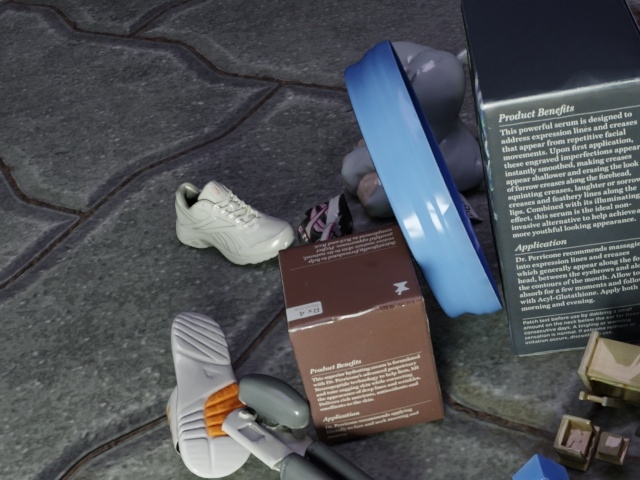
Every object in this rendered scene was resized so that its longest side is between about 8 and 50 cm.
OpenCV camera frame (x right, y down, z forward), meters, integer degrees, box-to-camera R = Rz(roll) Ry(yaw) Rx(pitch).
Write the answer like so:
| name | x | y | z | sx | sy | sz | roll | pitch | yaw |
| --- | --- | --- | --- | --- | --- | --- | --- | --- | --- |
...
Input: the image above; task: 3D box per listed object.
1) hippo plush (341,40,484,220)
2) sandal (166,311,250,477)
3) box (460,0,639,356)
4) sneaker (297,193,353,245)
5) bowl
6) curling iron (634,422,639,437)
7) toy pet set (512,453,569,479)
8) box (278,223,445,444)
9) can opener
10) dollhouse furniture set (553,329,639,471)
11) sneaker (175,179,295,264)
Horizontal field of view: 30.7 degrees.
| name | x | y | z | sx | sy | sz | roll | pitch | yaw |
| --- | --- | --- | --- | --- | --- | --- | --- | --- | --- |
| hippo plush | 0.144 | -0.180 | 1.834 | 0.234 | 0.237 | 0.294 | -28 | 37 | -19 |
| sandal | -0.153 | 0.211 | 1.531 | 0.102 | 0.076 | 0.265 | 9 | 41 | -22 |
| box | 0.319 | -0.098 | 1.525 | 0.211 | 0.396 | 0.293 | -8 | 35 | 7 |
| sneaker | 0.000 | 0.000 | 1.797 | 0.077 | 0.072 | 0.178 | -15 | 25 | 19 |
| bowl | 0.137 | -0.075 | 1.575 | 0.077 | 0.391 | 0.391 | -23 | 34 | 9 |
| curling iron | 0.471 | 0.259 | 1.254 | 0.274 | 0.035 | 0.068 | 19 | 56 | 23 |
| toy pet set | 0.261 | 0.294 | 1.282 | 0.122 | 0.065 | 0.114 | -11 | 30 | 4 |
| box | 0.051 | 0.119 | 1.483 | 0.168 | 0.203 | 0.167 | -12 | 35 | 1 |
| can opener | -0.009 | 0.253 | 1.387 | 0.076 | 0.095 | 0.283 | -21 | 37 | -39 |
| dollhouse furniture set | 0.390 | 0.215 | 1.365 | 0.181 | 0.101 | 0.161 | 12 | 67 | 31 |
| sneaker | -0.147 | -0.037 | 1.839 | 0.232 | 0.115 | 0.090 | 11 | 42 | 31 |
